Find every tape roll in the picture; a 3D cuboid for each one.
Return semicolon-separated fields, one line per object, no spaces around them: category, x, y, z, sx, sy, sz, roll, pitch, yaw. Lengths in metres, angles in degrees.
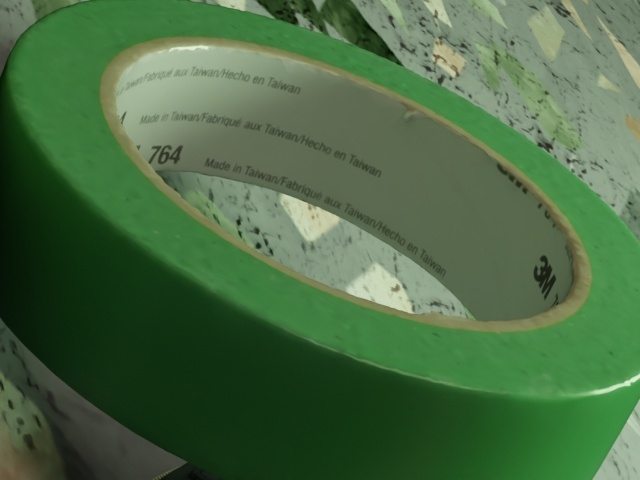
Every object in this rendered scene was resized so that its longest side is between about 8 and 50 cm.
tape roll;0.000;0.000;0.895;0.321;0.077;0.321;20;25;-10

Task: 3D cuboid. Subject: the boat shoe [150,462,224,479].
boat shoe;0.000;0.119;0.849;0.116;0.099;0.319;52;25;1
